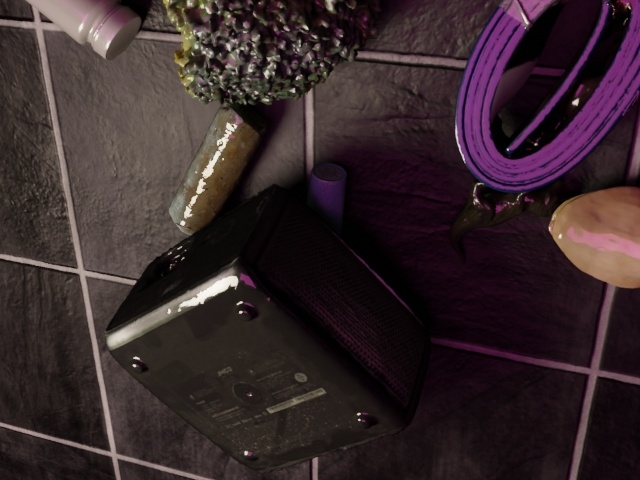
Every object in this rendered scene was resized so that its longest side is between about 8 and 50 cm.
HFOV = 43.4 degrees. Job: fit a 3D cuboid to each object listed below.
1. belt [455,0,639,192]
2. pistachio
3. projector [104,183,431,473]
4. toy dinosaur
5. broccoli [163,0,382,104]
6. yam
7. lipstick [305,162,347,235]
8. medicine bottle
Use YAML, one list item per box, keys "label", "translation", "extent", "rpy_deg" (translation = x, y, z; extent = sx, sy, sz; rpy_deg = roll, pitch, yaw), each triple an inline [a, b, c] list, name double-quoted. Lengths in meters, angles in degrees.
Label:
- label: "belt"
  translation: [0.308, -0.232, 1.057]
  extent: [0.212, 0.117, 0.347]
  rpy_deg: [32, 117, 6]
- label: "pistachio"
  translation: [0.434, -0.011, 1.154]
  extent: [0.200, 0.117, 0.145]
  rpy_deg: [21, 108, 15]
- label: "projector"
  translation: [-0.083, 0.173, 1.342]
  extent: [0.395, 0.242, 0.405]
  rpy_deg: [-29, 115, 36]
- label: "toy dinosaur"
  translation: [0.282, -0.024, 1.224]
  extent: [0.187, 0.087, 0.179]
  rpy_deg: [2, 117, 22]
- label: "broccoli"
  translation: [-0.078, -0.346, 1.122]
  extent: [0.293, 0.348, 0.281]
  rpy_deg: [-18, 77, -10]
- label: "yam"
  translation: [-0.173, -0.121, 1.352]
  extent: [0.093, 0.093, 0.259]
  rpy_deg: [35, 123, 1]
- label: "lipstick"
  translation: [0.000, 0.000, 1.367]
  extent: [0.068, 0.061, 0.274]
  rpy_deg: [4, 127, -4]
- label: "medicine bottle"
  translation: [-0.387, -0.381, 1.286]
  extent: [0.186, 0.103, 0.103]
  rpy_deg: [38, 125, -2]
